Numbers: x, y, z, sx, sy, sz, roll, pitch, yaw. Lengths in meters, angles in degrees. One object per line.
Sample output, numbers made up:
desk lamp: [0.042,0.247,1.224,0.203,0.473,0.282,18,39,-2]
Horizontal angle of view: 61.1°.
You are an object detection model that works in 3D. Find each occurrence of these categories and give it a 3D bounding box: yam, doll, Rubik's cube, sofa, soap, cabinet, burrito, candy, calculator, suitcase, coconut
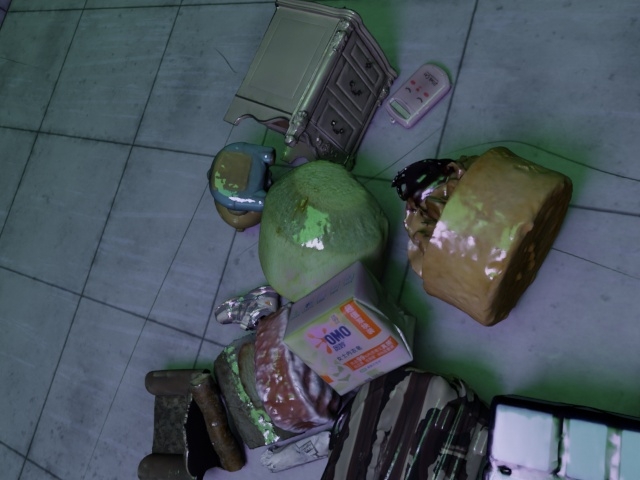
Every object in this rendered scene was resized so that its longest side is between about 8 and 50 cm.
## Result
yam: [-0.148,0.357,1.250,0.154,0.154,0.255,-34,68,14]
doll: [-0.192,-0.127,1.348,0.161,0.261,0.177,6,78,-3]
Rubik's cube: [0.419,0.410,0.869,0.293,0.288,0.284,2,76,24]
sofa: [-0.345,0.441,1.299,0.199,0.182,0.259,-7,73,26]
soap: [0.057,0.173,1.059,0.199,0.182,0.138,-35,19,29]
yam: [-0.235,0.421,1.240,0.061,0.061,0.253,-7,111,25]
cabinet: [-0.014,-0.344,1.293,0.227,0.290,0.318,24,88,29]
burrito: [-0.045,0.472,1.211,0.203,0.064,0.064,-23,67,19]
candy: [-0.049,0.270,1.170,0.157,0.214,0.290,-28,40,19]
calculator: [0.234,-0.350,1.316,0.175,0.032,0.100,-44,62,10]
suitcase: [0.143,0.407,1.031,0.339,0.193,0.352,-5,56,63]
coconut: [0.000,0.000,1.207,0.328,0.329,0.281,15,41,29]

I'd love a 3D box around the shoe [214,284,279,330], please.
shoe: [-0.172,0.182,1.344,0.180,0.089,0.092,-24,69,11]

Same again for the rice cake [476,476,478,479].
rice cake: [0.237,0.604,1.027,0.062,0.066,0.337,8,79,33]

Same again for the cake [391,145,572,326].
cake: [0.269,-0.041,1.050,0.321,0.332,0.333,30,90,31]
